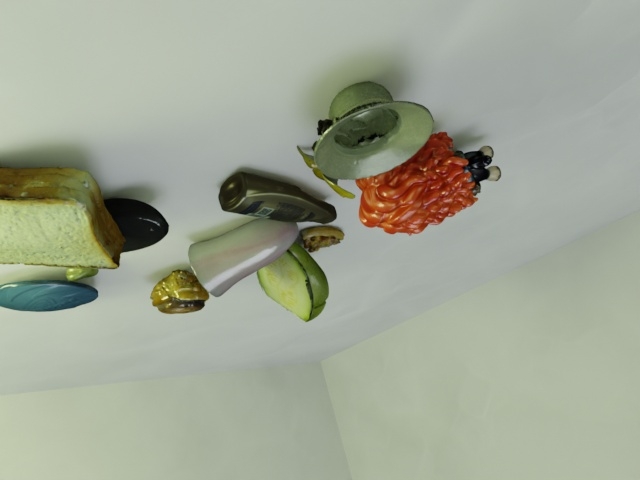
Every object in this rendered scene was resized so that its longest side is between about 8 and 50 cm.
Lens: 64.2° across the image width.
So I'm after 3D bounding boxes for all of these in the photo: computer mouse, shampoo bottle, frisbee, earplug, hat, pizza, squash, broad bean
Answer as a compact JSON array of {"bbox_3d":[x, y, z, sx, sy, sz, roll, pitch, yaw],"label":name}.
[{"bbox_3d":[-0.478,-0.036,1.190,0.269,0.087,0.138,-13,142,12],"label":"computer mouse"},{"bbox_3d":[-0.095,-0.096,1.330,0.125,0.084,0.349,-31,154,36],"label":"shampoo bottle"},{"bbox_3d":[-0.791,0.174,1.463,0.289,0.049,0.289,-7,161,-2],"label":"frisbee"},{"bbox_3d":[-0.201,0.018,1.451,0.301,0.173,0.172,-28,156,8],"label":"earplug"},{"bbox_3d":[0.091,-0.245,1.049,0.256,0.130,0.257,-14,157,-6],"label":"hat"},{"bbox_3d":[0.000,0.000,1.669,0.174,0.046,0.134,-3,154,-31],"label":"pizza"},{"bbox_3d":[-0.104,0.117,1.633,0.210,0.233,0.309,-56,160,-3],"label":"squash"},{"bbox_3d":[-0.658,0.087,1.414,0.083,0.045,0.063,-6,167,-38],"label":"broad bean"}]

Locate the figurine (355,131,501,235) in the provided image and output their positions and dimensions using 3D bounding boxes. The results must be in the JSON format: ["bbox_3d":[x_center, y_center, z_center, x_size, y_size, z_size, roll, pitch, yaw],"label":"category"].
[{"bbox_3d":[0.285,-0.151,1.340,0.305,0.242,0.411,-5,-172,38],"label":"figurine"}]

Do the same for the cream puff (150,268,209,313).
[{"bbox_3d":[-0.448,0.163,1.627,0.188,0.130,0.189,-8,163,-2],"label":"cream puff"}]

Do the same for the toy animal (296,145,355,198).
[{"bbox_3d":[0.020,-0.189,1.209,0.095,0.155,0.219,-42,-161,0],"label":"toy animal"}]

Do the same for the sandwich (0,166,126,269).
[{"bbox_3d":[-0.575,-0.042,1.017,0.300,0.099,0.271,2,145,-6],"label":"sandwich"}]
